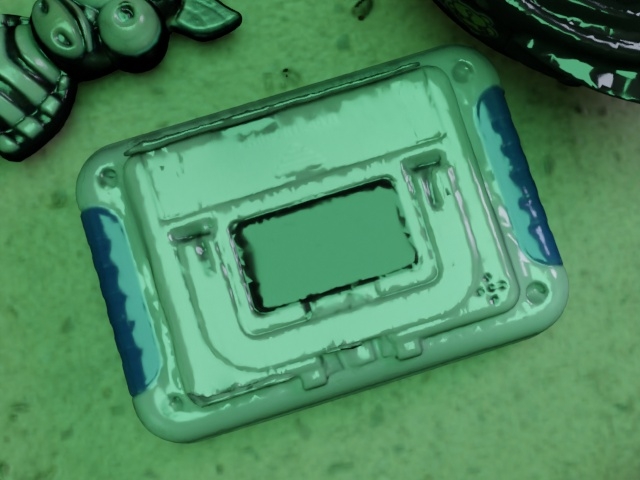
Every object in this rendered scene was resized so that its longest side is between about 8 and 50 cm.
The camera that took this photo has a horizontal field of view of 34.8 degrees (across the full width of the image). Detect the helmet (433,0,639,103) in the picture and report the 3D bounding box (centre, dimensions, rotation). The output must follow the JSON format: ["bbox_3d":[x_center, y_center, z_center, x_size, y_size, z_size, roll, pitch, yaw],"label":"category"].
[{"bbox_3d":[0.146,-0.194,0.570,0.230,0.160,0.279,-35,92,-10],"label":"helmet"}]

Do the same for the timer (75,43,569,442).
[{"bbox_3d":[0.000,0.000,0.579,0.253,0.078,0.178,-18,82,-3],"label":"timer"}]

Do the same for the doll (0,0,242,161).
[{"bbox_3d":[-0.154,-0.115,0.605,0.219,0.067,0.091,-33,80,-7],"label":"doll"}]
